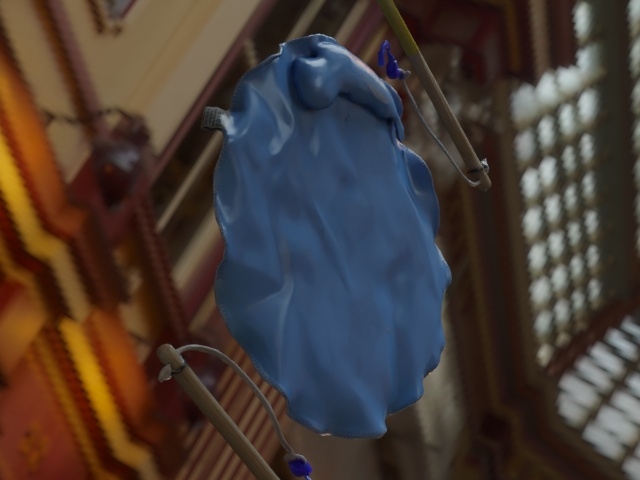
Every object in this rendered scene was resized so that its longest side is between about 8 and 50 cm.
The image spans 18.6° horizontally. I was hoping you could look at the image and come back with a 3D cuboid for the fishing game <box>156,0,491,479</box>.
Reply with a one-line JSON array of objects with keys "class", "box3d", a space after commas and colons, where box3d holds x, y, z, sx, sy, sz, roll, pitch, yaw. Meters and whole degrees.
[{"class": "fishing game", "box3d": [0.000, 0.000, 0.901, 0.041, 0.264, 0.189, -8, -48, 35]}]
